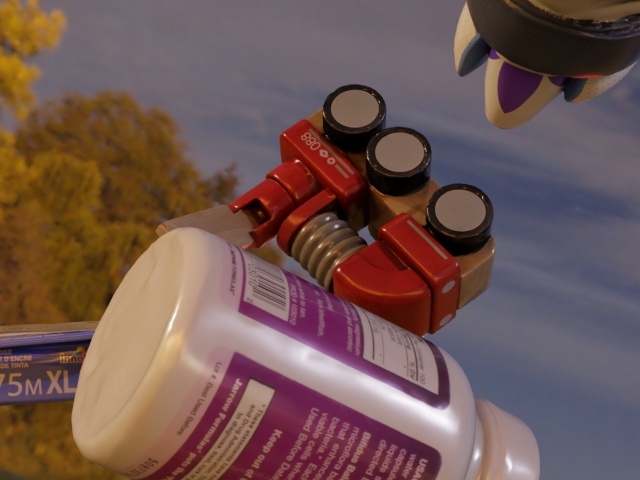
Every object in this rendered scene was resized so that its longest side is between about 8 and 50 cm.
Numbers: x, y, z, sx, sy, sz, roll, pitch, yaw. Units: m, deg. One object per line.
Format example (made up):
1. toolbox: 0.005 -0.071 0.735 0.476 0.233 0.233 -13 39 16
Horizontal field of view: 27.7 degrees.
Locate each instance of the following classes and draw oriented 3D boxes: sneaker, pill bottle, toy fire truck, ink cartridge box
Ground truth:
1. sneaker: 0.130 -0.131 0.635 0.130 0.236 0.323 22 36 8
2. pill bottle: -0.002 0.124 0.895 0.302 0.169 0.169 28 -10 -22
3. toy fire truck: 0.000 0.000 1.112 0.217 0.246 0.158 47 -20 26
4. ink cartridge box: -0.223 0.102 1.124 0.186 0.065 0.311 -2 -3 -14
